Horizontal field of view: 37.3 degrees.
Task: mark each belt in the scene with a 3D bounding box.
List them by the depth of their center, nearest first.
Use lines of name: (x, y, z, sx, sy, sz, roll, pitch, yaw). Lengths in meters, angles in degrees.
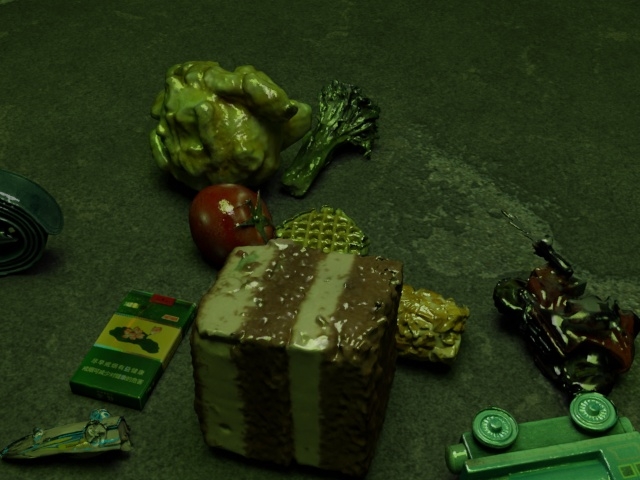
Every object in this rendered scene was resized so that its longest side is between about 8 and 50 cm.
belt: (-0.613, -0.038, 1.760, 0.267, 0.206, 0.116, 6, 39, -8)

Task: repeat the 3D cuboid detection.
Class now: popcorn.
popcorn: (-0.200, -0.230, 1.932, 0.335, 0.279, 0.274, 36, 12, 36)

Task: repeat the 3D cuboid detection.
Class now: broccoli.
broccoli: (0.009, -0.210, 2.038, 0.164, 0.145, 0.304, 18, 56, 25)

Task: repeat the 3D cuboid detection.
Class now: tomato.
tomato: (-0.176, -0.032, 1.805, 0.167, 0.167, 0.167, 0, 40, 0)

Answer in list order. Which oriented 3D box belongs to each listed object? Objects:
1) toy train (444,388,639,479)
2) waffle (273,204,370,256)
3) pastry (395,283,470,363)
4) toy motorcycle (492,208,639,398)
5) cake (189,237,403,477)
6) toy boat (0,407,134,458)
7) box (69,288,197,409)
toy train: (0.341, 0.339, 1.394, 0.298, 0.120, 0.194, -7, 46, -9)
waffle: (0.000, 0.000, 1.849, 0.169, 0.036, 0.183, -24, 44, -22)
pastry: (0.126, 0.134, 1.634, 0.249, 0.102, 0.154, 14, 33, 18)
toy motorcycle: (0.415, 0.106, 1.653, 0.207, 0.134, 0.401, -18, 45, -20)
cake: (-0.030, 0.177, 1.467, 0.290, 0.282, 0.256, 7, 34, 14)
toy boat: (-0.395, 0.310, 1.466, 0.210, 0.066, 0.084, -11, 7, 0)
box: (-0.318, 0.182, 1.634, 0.132, 0.034, 0.235, 11, 42, 13)
